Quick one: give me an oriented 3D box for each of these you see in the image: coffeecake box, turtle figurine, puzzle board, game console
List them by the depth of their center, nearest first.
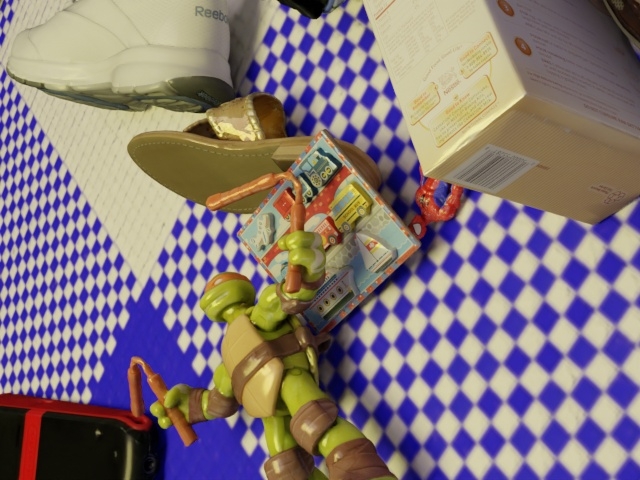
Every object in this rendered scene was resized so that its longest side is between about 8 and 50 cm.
[{"bbox_3d":[0.096,-0.113,0.517,0.068,0.142,0.185,-39,54,37],"label":"coffeecake box"},{"bbox_3d":[0.000,0.000,0.653,0.096,0.011,0.128,51,136,8],"label":"puzzle board"},{"bbox_3d":[-0.037,0.104,0.668,0.269,0.087,0.217,-52,53,34],"label":"turtle figurine"},{"bbox_3d":[-0.267,0.344,0.915,0.342,0.060,0.386,-3,80,43],"label":"game console"}]

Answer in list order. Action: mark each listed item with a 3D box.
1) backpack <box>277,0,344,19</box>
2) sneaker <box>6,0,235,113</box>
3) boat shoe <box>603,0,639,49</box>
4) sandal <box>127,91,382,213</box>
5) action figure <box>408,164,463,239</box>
[{"bbox_3d":[-0.016,-0.286,0.613,0.276,0.213,0.263,50,158,48],"label":"backpack"},{"bbox_3d":[-0.175,-0.182,0.877,0.297,0.111,0.129,8,90,41],"label":"sneaker"},{"bbox_3d":[0.153,-0.177,0.500,0.095,0.095,0.257,-46,51,33],"label":"boat shoe"},{"bbox_3d":[-0.040,-0.073,0.737,0.240,0.088,0.079,9,57,43],"label":"sandal"},{"bbox_3d":[0.080,-0.053,0.612,0.038,0.030,0.115,34,109,42],"label":"action figure"}]
